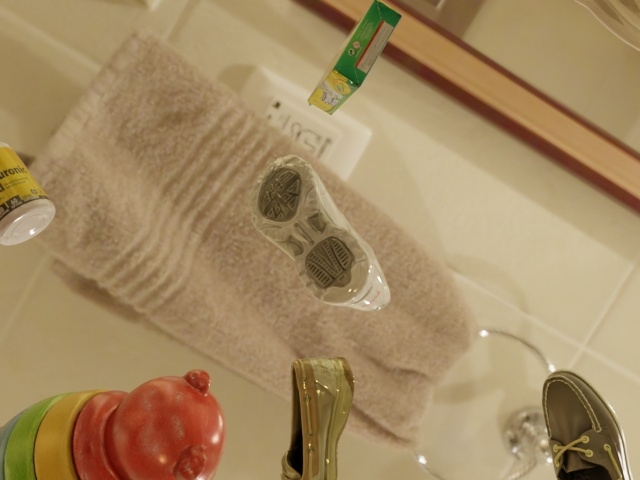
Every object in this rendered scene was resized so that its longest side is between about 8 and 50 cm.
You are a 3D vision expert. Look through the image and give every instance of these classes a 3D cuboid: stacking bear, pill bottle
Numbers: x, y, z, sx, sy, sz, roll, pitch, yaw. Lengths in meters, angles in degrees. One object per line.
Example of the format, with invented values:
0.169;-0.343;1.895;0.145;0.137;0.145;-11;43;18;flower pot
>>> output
-0.213;0.217;0.760;0.289;0.164;0.175;-26;-140;26;stacking bear
-0.323;-0.058;0.777;0.065;0.116;0.065;-38;170;-8;pill bottle

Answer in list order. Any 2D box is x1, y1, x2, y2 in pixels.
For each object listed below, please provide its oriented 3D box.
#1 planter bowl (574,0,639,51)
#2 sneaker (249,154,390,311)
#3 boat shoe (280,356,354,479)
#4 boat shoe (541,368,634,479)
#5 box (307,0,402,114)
0.228;-0.148;0.406;0.162;0.109;0.162;-41;179;-1;planter bowl
0.000;0.000;0.873;0.090;0.115;0.232;-38;-128;9;sneaker
-0.013;0.162;0.614;0.056;0.048;0.152;-126;-134;-61;boat shoe
0.409;0.343;1.187;0.109;0.091;0.304;-29;-111;34;boat shoe
0.035;-0.218;0.965;0.105;0.043;0.179;-60;-170;-7;box
